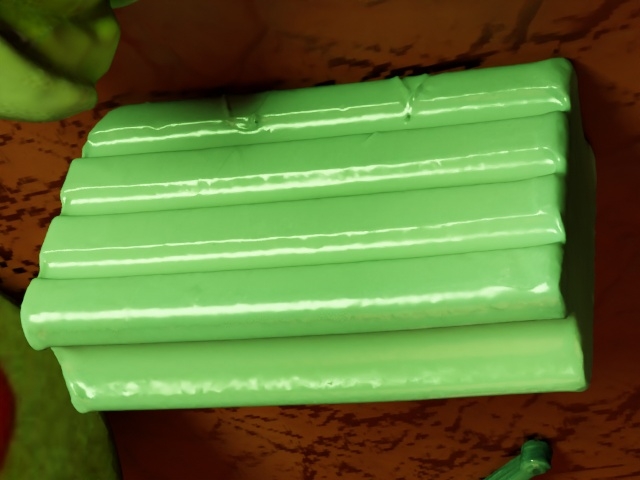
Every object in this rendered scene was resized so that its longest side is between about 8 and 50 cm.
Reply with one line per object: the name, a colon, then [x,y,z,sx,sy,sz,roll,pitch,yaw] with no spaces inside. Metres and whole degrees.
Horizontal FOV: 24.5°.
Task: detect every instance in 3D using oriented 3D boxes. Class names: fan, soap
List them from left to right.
soap: [0.000,0.000,0.554,0.198,0.119,0.066,-4,137,17]
fan: [0.065,0.153,0.793,0.038,0.016,0.193,24,138,-19]

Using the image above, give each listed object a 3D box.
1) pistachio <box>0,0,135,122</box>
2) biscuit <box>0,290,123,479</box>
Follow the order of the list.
pistachio: [-0.155,-0.109,0.479,0.200,0.117,0.145,15,178,-16]
biscuit: [-0.269,0.119,0.650,0.367,0.314,0.063,-4,-177,-15]
